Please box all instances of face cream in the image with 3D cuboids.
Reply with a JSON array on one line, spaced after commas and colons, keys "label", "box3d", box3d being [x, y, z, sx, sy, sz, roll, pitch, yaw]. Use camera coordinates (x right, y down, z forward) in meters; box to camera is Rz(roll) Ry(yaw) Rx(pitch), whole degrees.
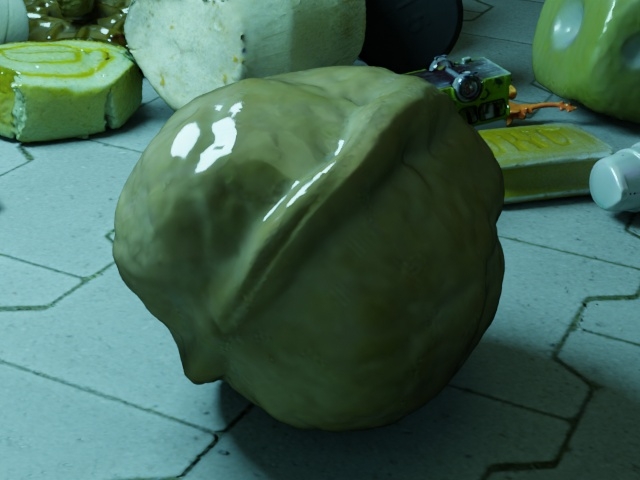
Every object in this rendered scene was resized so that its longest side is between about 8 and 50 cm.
[{"label": "face cream", "box3d": [0.518, -0.101, 1.545, 0.346, 0.102, 0.102, -11, 29, -27]}]

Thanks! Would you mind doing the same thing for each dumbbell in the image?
[{"label": "dumbbell", "box3d": [0.123, -0.410, 1.965, 0.204, 0.203, 0.322, 0, 17, -7]}]

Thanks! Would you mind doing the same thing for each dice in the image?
[{"label": "dice", "box3d": [0.506, -0.330, 1.832, 0.233, 0.226, 0.238, 10, 18, -19]}]

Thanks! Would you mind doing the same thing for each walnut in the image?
[{"label": "walnut", "box3d": [0.000, 0.000, 1.045, 0.381, 0.381, 0.381, 2, 26, -1]}]

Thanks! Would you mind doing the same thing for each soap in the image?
[{"label": "soap", "box3d": [0.280, -0.109, 1.566, 0.232, 0.073, 0.140, -7, 23, -17]}]

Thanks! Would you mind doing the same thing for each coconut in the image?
[{"label": "coconut", "box3d": [-0.106, -0.350, 1.729, 0.346, 0.346, 0.360, 19, 32, 29]}]

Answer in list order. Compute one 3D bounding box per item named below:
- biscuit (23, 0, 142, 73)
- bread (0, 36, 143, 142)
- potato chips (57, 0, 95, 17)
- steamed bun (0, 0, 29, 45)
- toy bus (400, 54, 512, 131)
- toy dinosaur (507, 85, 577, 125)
[{"label": "biscuit", "box3d": [-0.433, -0.370, 1.991, 0.332, 0.103, 0.332, 2, 27, -1]}, {"label": "bread", "box3d": [-0.393, -0.228, 1.694, 0.257, 0.124, 0.186, -7, 34, -21]}, {"label": "potato chips", "box3d": [-0.438, -0.464, 1.985, 0.057, 0.080, 0.407, -17, 30, -4]}, {"label": "steamed bun", "box3d": [-0.580, -0.320, 1.775, 0.242, 0.164, 0.146, -23, 8, 35]}, {"label": "toy bus", "box3d": [0.130, -0.179, 1.633, 0.302, 0.139, 0.113, -14, 30, -15]}, {"label": "toy dinosaur", "box3d": [0.267, -0.225, 1.809, 0.288, 0.070, 0.117, 15, 26, 17]}]
